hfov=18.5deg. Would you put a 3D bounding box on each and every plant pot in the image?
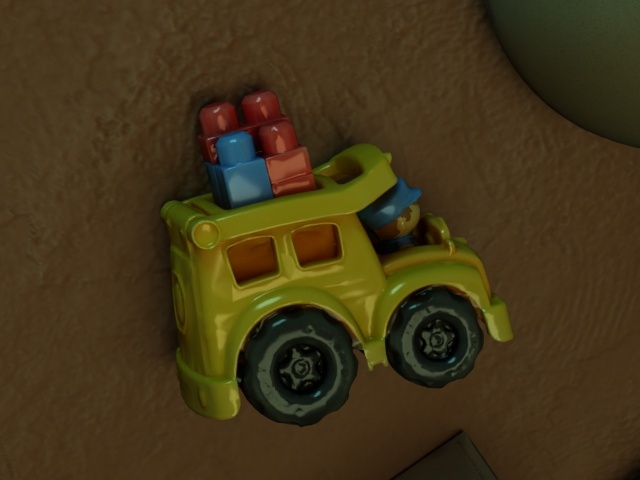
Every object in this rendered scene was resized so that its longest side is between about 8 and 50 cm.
[{"bbox_3d":[0.263,-0.181,1.253,0.284,0.191,0.284,-3,104,-11],"label":"plant pot"}]

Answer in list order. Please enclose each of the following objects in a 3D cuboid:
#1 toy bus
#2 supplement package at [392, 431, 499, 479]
[{"bbox_3d":[0.000,0.000,1.322,0.220,0.149,0.211,-13,100,-13],"label":"toy bus"},{"bbox_3d":[0.085,0.286,1.428,0.203,0.194,0.149,-35,117,0],"label":"supplement package"}]
